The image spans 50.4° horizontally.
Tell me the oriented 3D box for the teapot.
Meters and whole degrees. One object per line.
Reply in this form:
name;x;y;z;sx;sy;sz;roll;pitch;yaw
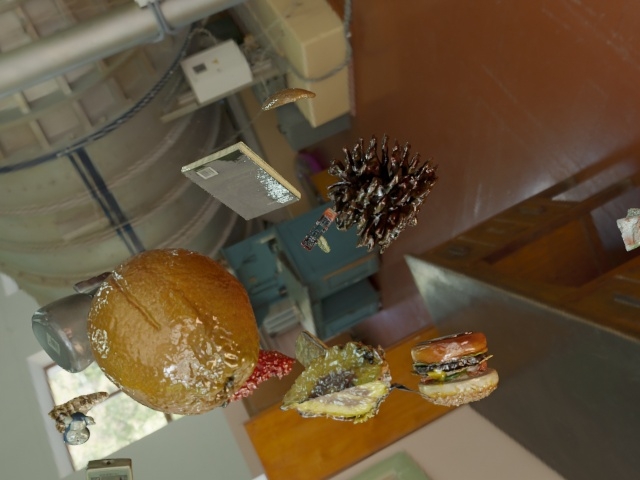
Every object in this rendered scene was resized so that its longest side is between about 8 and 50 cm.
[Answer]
teapot;-0.702;0.207;2.045;0.223;0.285;0.305;17;131;35

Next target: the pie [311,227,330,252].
pie;0.000;0.000;1.834;0.085;0.017;0.085;53;173;10

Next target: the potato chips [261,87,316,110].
potato chips;-0.104;-0.436;2.065;0.202;0.150;0.049;11;117;68

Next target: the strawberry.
strawberry;-0.235;0.382;2.066;0.233;0.306;0.137;-12;100;51

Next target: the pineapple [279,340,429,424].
pineapple;0.080;0.327;1.593;0.158;0.335;0.161;40;-141;-22

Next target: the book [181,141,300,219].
book;-0.168;-0.123;1.483;0.228;0.160;0.024;38;-139;-48

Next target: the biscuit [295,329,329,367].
biscuit;-0.019;0.381;2.254;0.247;0.029;0.118;29;115;57

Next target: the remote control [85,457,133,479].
remote control;-0.570;0.713;1.862;0.038;0.124;0.285;-108;21;-61

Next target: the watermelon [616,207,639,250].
watermelon;0.538;-0.032;1.175;0.085;0.061;0.085;-163;90;-81

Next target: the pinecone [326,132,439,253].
pinecone;0.195;-0.174;2.247;0.397;0.398;0.397;60;169;20

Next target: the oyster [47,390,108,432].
oyster;-0.744;0.509;2.081;0.106;0.061;0.200;52;-143;-14

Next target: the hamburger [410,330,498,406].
hamburger;0.441;0.427;2.255;0.291;0.291;0.225;135;124;-79

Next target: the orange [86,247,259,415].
orange;-0.288;0.183;1.375;0.357;0.322;0.322;33;154;32

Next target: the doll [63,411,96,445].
doll;-0.588;0.459;1.655;0.050;0.076;0.083;-153;70;-65

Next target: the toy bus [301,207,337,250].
toy bus;-0.003;-0.025;1.510;0.031;0.043;0.110;37;130;-2
